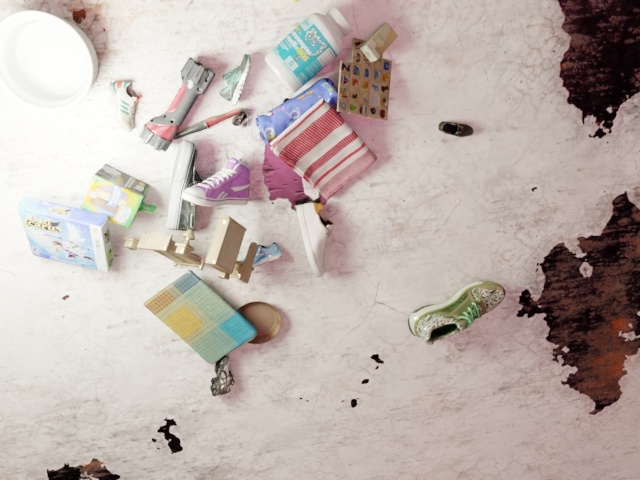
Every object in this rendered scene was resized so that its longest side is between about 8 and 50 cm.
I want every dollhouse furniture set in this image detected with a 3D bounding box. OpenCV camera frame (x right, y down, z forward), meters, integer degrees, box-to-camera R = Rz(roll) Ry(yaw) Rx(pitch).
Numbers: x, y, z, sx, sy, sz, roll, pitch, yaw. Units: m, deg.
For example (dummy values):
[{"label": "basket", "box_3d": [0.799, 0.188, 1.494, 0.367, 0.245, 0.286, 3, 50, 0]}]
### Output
[{"label": "dollhouse furniture set", "box_3d": [-0.446, 0.009, 1.857, 0.355, 0.174, 0.303, 6, 160, 29]}]

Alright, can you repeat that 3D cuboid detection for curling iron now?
[{"label": "curling iron", "box_3d": [-0.360, -0.377, 1.732, 0.273, 0.035, 0.068, -15, 115, -1]}]

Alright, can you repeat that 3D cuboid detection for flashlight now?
[{"label": "flashlight", "box_3d": [-0.462, -0.433, 1.666, 0.103, 0.103, 0.304, 21, 108, -44]}]

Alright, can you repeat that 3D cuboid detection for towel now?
[{"label": "towel", "box_3d": [0.017, -0.292, 1.751, 0.237, 0.037, 0.329, -39, 135, 14]}, {"label": "towel", "box_3d": [-0.451, 0.296, 1.994, 0.271, 0.040, 0.370, -33, 113, 21]}]

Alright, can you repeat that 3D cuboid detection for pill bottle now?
[{"label": "pill bottle", "box_3d": [-0.032, -0.595, 1.618, 0.264, 0.146, 0.146, -39, 113, 10]}]

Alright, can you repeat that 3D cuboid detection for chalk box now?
[{"label": "chalk box", "box_3d": [-0.658, -0.137, 1.748, 0.213, 0.132, 0.132, 27, 108, -17]}]

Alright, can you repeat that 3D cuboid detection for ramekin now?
[{"label": "ramekin", "box_3d": [-0.801, -0.531, 1.550, 0.277, 0.135, 0.277, -3, 115, -6]}]

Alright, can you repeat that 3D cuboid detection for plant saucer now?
[{"label": "plant saucer", "box_3d": [-0.251, 0.316, 2.059, 0.198, 0.036, 0.199, -3, 114, -6]}]

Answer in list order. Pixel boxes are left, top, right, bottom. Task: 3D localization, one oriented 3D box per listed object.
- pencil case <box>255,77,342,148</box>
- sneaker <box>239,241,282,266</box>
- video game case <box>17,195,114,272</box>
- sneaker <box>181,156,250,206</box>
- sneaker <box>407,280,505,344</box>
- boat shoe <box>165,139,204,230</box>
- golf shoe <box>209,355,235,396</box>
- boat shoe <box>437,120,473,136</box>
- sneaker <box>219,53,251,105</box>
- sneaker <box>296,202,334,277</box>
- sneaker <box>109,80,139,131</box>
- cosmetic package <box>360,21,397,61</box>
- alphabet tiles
[{"label": "pencil case", "box_3d": [-0.071, -0.415, 1.707, 0.306, 0.119, 0.133, -28, 133, 4]}, {"label": "sneaker", "box_3d": [-0.226, 0.051, 1.941, 0.162, 0.063, 0.073, -20, 96, -2]}, {"label": "video game case", "box_3d": [-0.839, -0.014, 1.744, 0.269, 0.061, 0.244, 13, 137, -4]}, {"label": "sneaker", "box_3d": [-0.336, -0.198, 1.721, 0.102, 0.282, 0.161, 21, 107, 26]}, {"label": "sneaker", "box_3d": [0.562, 0.311, 2.085, 0.410, 0.182, 0.158, -28, 114, 5]}, {"label": "boat shoe", "box_3d": [-0.445, -0.181, 1.779, 0.119, 0.121, 0.335, 7, 124, -19]}, {"label": "golf shoe", "box_3d": [-0.386, 0.545, 2.132, 0.093, 0.077, 0.198, 7, 118, -26]}, {"label": "boat shoe", "box_3d": [0.478, -0.388, 1.838, 0.133, 0.042, 0.049, 8, 111, -13]}, {"label": "sneaker", "box_3d": [-0.273, -0.519, 1.668, 0.076, 0.065, 0.167, 21, 108, -12]}, {"label": "sneaker", "box_3d": [0.000, 0.000, 1.911, 0.123, 0.106, 0.290, -12, 114, 1]}, {"label": "sneaker", "box_3d": [-0.610, -0.427, 1.664, 0.075, 0.057, 0.161, -9, 112, 3]}, {"label": "cosmetic package", "box_3d": [0.186, -0.630, 1.665, 0.060, 0.041, 0.115, 43, 77, -23]}, {"label": "alphabet tiles", "box_3d": [0.145, -0.519, 1.685, 0.198, 0.009, 0.237, 2, 93, -31]}]
